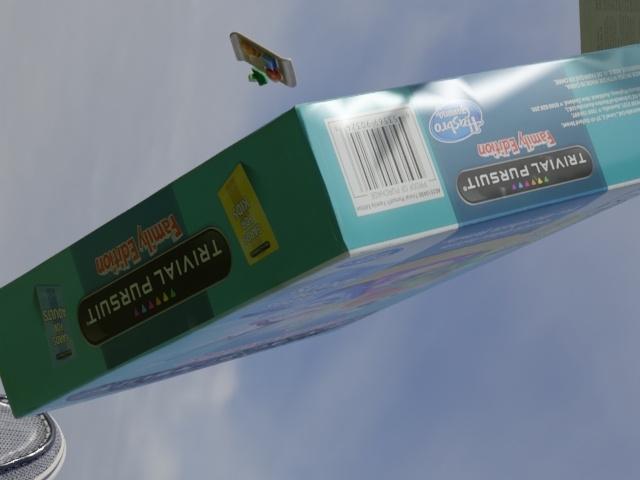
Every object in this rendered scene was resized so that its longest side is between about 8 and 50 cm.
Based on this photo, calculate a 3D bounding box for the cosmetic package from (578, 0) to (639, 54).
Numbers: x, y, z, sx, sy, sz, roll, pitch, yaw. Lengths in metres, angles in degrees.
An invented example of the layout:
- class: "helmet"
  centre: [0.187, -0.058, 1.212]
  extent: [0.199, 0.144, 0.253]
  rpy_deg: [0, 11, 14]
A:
- class: "cosmetic package"
  centre: [0.254, -0.198, 1.478]
  extent: [0.099, 0.060, 0.239]
  rpy_deg: [11, -68, 42]

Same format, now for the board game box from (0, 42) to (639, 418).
- class: "board game box"
  centre: [0.000, 0.000, 1.067]
  extent: [0.336, 0.254, 0.079]
  rpy_deg: [-28, -101, 50]

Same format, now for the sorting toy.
- class: "sorting toy"
  centre: [-0.051, -0.154, 1.713]
  extent: [0.012, 0.062, 0.083]
  rpy_deg: [-59, 165, -15]

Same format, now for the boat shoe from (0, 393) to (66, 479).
- class: "boat shoe"
  centre: [-0.328, 0.149, 1.525]
  extent: [0.127, 0.340, 0.158]
  rpy_deg: [51, -52, 27]
